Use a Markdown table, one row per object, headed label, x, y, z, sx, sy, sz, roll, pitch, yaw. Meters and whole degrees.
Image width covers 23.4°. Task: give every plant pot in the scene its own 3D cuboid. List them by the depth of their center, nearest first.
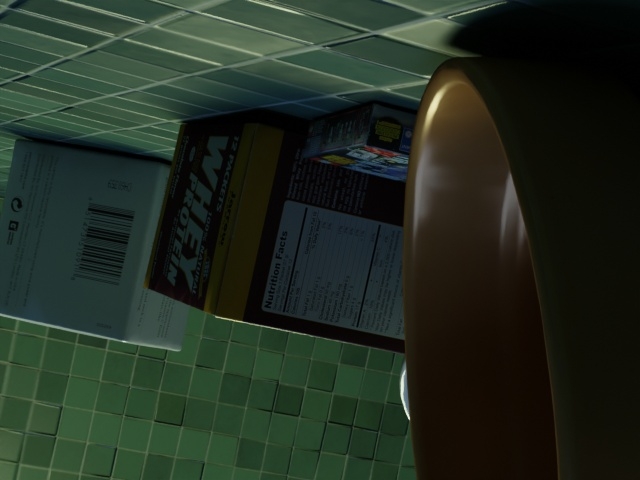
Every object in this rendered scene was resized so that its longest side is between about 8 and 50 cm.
| label | x | y | z | sx | sy | sz | roll | pitch | yaw |
| --- | --- | --- | --- | --- | --- | --- | --- | --- | --- |
| plant pot | 0.159 | 0.061 | 0.658 | 0.203 | 0.291 | 0.291 | -4 | 179 | -8 |

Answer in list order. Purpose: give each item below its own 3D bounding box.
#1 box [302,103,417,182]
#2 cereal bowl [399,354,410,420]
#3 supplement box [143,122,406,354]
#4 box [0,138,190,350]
| label | x | y | z | sx | sy | sz | roll | pitch | yaw |
| --- | --- | --- | --- | --- | --- | --- | --- | --- | --- |
| box | 0.052 | -0.055 | 0.938 | 0.094 | 0.027 | 0.137 | 14 | 176 | -15 |
| cereal bowl | 0.227 | 0.069 | 0.945 | 0.339 | 0.141 | 0.339 | 14 | 148 | 9 |
| supplement box | 0.000 | 0.000 | 1.104 | 0.194 | 0.129 | 0.191 | 13 | 179 | -20 |
| box | -0.223 | 0.005 | 1.558 | 0.182 | 0.181 | 0.119 | 10 | 176 | 25 |
